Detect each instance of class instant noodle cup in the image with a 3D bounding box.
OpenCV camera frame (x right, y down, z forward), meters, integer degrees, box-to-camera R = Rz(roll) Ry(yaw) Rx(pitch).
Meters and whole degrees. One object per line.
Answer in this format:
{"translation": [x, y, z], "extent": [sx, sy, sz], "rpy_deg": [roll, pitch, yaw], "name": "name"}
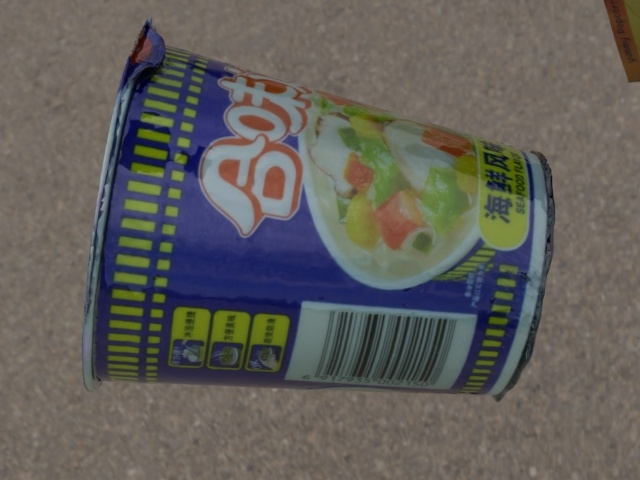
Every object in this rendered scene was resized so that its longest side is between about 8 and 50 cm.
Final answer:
{"translation": [0.000, 0.000, 0.878], "extent": [0.312, 0.284, 0.284], "rpy_deg": [9, 53, -4], "name": "instant noodle cup"}

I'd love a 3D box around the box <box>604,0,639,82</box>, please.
{"translation": [0.363, -0.287, 0.897], "extent": [0.283, 0.260, 0.214], "rpy_deg": [-1, 45, 29], "name": "box"}
